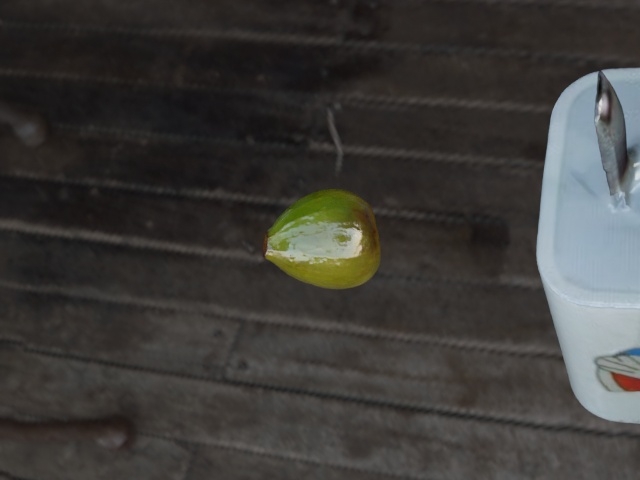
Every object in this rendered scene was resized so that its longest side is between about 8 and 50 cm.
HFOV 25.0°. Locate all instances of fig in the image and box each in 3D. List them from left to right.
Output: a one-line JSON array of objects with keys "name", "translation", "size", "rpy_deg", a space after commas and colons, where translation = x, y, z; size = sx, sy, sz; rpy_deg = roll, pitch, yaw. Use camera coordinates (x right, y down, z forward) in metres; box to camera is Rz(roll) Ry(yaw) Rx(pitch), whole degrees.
[{"name": "fig", "translation": [0.000, 0.000, 1.046], "size": [0.088, 0.074, 0.074], "rpy_deg": [-4, 53, -19]}]

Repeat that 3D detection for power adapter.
[{"name": "power adapter", "translation": [0.165, -0.011, 0.639], "size": [0.130, 0.205, 0.125], "rpy_deg": [1, 62, 19]}]
